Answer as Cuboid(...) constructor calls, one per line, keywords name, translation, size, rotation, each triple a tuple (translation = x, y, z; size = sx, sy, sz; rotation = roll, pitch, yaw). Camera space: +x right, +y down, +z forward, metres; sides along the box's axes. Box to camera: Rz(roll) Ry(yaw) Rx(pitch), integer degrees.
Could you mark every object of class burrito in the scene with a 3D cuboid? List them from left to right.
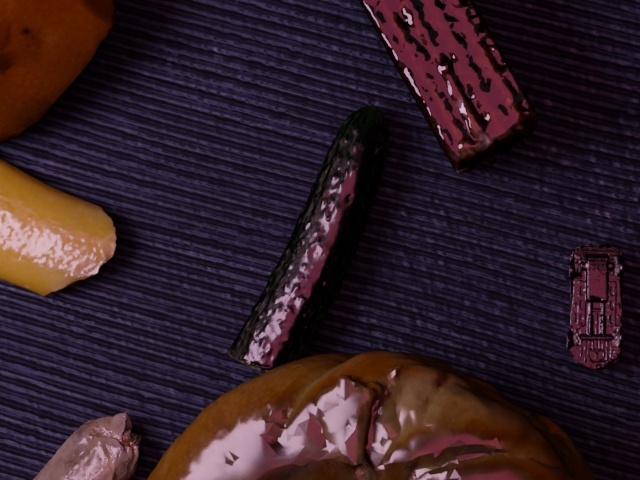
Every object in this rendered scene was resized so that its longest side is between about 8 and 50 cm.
Cuboid(name="burrito", translation=(-0.198, 0.204, 1.370), size=(0.058, 0.045, 0.188), rotation=(40, 90, -3))

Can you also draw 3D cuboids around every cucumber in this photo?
Cuboid(name="cucumber", translation=(0.000, 0.000, 1.356), size=(0.058, 0.052, 0.214), rotation=(25, 89, 33))

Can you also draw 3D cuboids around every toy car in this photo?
Cuboid(name="toy car", translation=(0.200, 0.049, 1.349), size=(0.041, 0.025, 0.093), rotation=(2, 86, 6))

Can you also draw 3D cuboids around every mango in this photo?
Cuboid(name="mango", translation=(-0.276, -0.162, 1.336), size=(0.236, 0.166, 0.136), rotation=(-47, 41, 22))

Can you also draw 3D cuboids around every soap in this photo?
Cuboid(name="soap", translation=(-0.234, -0.010, 1.383), size=(0.168, 0.033, 0.089), rotation=(26, 93, 5))

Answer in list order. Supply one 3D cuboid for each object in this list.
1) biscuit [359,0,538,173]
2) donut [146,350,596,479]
Cuboid(name="biscuit", translation=(0.035, -0.229, 1.327), size=(0.073, 0.107, 0.388), rotation=(-30, 87, 3))
Cuboid(name="donut", translation=(0.042, 0.254, 1.291), size=(0.360, 0.170, 0.360), rotation=(0, 88, 10))
